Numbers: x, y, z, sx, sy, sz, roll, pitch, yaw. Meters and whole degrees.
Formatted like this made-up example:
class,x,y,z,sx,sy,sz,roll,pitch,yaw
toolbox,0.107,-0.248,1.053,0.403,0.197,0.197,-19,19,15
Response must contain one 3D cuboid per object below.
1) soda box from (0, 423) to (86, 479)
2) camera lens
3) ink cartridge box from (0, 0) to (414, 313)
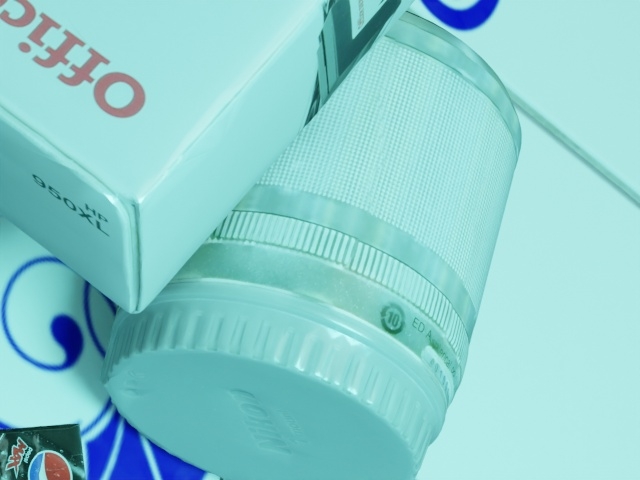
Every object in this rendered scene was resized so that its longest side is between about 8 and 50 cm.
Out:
class,x,y,z,sx,sy,sz,roll,pitch,yaw
soda box,-0.192,0.139,0.956,0.053,0.169,0.060,1,76,-42
camera lens,0.000,0.000,1.135,0.219,0.219,0.274,35,56,-29
ink cartridge box,-0.091,-0.202,1.013,0.285,0.166,0.395,36,68,11
